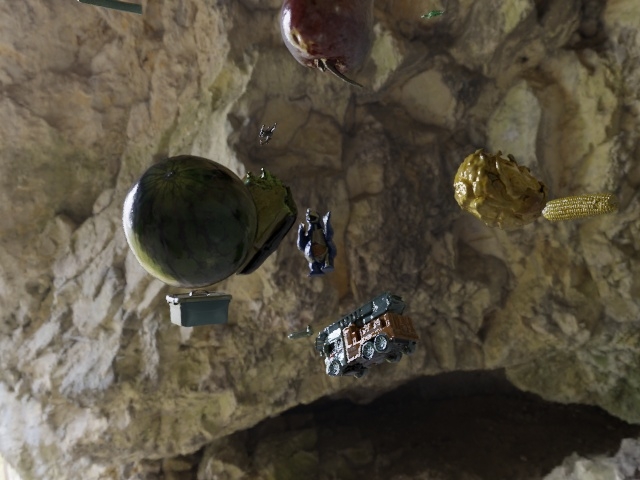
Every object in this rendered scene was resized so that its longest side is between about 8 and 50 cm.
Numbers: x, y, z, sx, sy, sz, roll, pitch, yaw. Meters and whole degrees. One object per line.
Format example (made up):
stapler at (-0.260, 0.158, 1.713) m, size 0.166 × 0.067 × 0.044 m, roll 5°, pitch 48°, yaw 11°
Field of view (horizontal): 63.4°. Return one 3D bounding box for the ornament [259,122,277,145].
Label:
ornament at (-0.226, -0.434, 2.142) m, size 0.073 × 0.028 × 0.125 m, roll -20°, pitch -19°, yaw -39°

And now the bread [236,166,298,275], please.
bread at (-0.253, -0.060, 1.804) m, size 0.377 × 0.251 × 0.208 m, roll -51°, pitch -19°, yaw 5°

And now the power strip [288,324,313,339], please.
power strip at (-0.063, 0.292, 1.649) m, size 0.083 × 0.035 × 0.055 m, roll -11°, pitch -2°, yaw -10°

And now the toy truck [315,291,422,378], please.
toy truck at (0.127, 0.300, 1.574) m, size 0.132 × 0.185 × 0.338 m, roll 17°, pitch -41°, yaw -40°

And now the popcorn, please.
popcorn at (0.476, -0.133, 1.378) m, size 0.190 × 0.250 × 0.250 m, roll -56°, pitch -22°, yaw 16°

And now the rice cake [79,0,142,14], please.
rice cake at (-0.624, -0.705, 1.543) m, size 0.180 × 0.031 × 0.042 m, roll 4°, pitch 30°, yaw -22°

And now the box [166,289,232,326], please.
box at (-0.462, 0.252, 1.978) m, size 0.226 × 0.130 × 0.162 m, roll 1°, pitch 0°, yaw -35°

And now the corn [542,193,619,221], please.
corn at (0.726, -0.093, 1.458) m, size 0.067 × 0.068 × 0.206 m, roll -9°, pitch 0°, yaw -38°

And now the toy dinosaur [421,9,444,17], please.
toy dinosaur at (0.372, -0.755, 1.724) m, size 0.062 × 0.021 × 0.083 m, roll -9°, pitch 11°, yaw -1°

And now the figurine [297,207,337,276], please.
figurine at (-0.005, 0.007, 1.966) m, size 0.164 × 0.263 × 0.120 m, roll -3°, pitch -5°, yaw 34°

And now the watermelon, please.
watermelon at (-0.328, -0.049, 1.335) m, size 0.362 × 0.364 × 0.363 m, roll -14°, pitch -7°, yaw -2°

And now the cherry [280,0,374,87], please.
cherry at (0.033, -0.671, 1.581) m, size 0.291 × 0.335 × 0.326 m, roll 13°, pitch -24°, yaw 12°
